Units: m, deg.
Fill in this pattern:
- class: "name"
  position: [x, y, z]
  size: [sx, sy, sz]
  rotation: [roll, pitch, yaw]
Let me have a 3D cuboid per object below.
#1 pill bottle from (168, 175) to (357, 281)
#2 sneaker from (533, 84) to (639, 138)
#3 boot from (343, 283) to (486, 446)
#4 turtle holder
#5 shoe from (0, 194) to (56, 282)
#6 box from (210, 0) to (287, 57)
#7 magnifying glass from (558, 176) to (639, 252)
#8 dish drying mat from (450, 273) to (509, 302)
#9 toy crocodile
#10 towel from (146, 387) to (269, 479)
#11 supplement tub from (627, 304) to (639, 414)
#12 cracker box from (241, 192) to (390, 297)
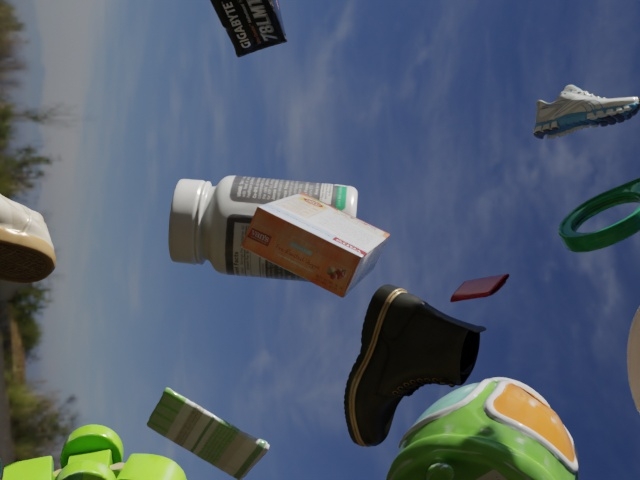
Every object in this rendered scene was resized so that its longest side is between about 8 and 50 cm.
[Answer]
- class: "pill bottle"
  position: [-0.111, -0.025, 1.763]
  size: [0.204, 0.361, 0.204]
  rotation: [6, 90, -89]
- class: "sneaker"
  position: [0.462, -0.238, 1.533]
  size: [0.191, 0.071, 0.083]
  rotation: [-8, -104, 32]
- class: "boot"
  position: [0.105, 0.164, 0.992]
  size: [0.137, 0.077, 0.197]
  rotation: [20, -68, 38]
- class: "turtle holder"
  position: [0.218, 0.332, 1.185]
  size: [0.227, 0.243, 0.320]
  rotation: [-57, 157, -47]
- class: "shoe"
  position: [-0.310, -0.025, 0.686]
  size: [0.076, 0.219, 0.058]
  rotation: [-30, -128, 32]
- class: "box"
  position: [-0.123, -0.405, 0.947]
  size: [0.293, 0.073, 0.295]
  rotation: [67, 10, -60]
- class: "magnifying glass"
  position: [0.343, -0.055, 0.878]
  size: [0.026, 0.231, 0.092]
  rotation: [58, -2, -15]
- class: "dish drying mat"
  position: [0.163, 0.050, 0.901]
  size: [0.008, 0.032, 0.083]
  rotation: [51, -21, -8]
- class: "toy crocodile"
  position: [-0.309, 0.270, 0.905]
  size: [0.115, 0.341, 0.105]
  rotation: [-129, -144, -74]
- class: "towel"
  position: [-0.148, 0.251, 1.143]
  size: [0.113, 0.152, 0.023]
  rotation: [-56, -176, 48]
- class: "supplement tub"
  position: [0.608, 0.166, 1.162]
  size: [0.235, 0.325, 0.235]
  rotation: [-178, -90, -77]
- class: "cracker box"
  position: [0.000, 0.000, 1.245]
  size: [0.067, 0.156, 0.232]
  rotation: [-66, 170, 12]
